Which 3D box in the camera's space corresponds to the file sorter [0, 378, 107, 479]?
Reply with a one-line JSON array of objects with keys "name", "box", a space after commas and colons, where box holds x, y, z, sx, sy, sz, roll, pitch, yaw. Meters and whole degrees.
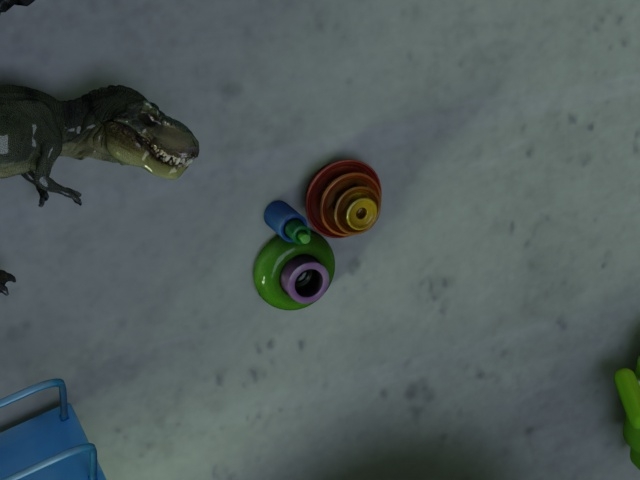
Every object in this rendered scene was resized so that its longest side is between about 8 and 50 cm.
[{"name": "file sorter", "box": [-0.152, 0.174, 0.868, 0.118, 0.104, 0.170, -24, 75, -15]}]

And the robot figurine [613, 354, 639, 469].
[{"name": "robot figurine", "box": [0.240, 0.105, 1.099, 0.101, 0.067, 0.115, 2, 110, -20]}]

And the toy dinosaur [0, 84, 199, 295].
[{"name": "toy dinosaur", "box": [-0.201, -0.029, 0.840, 0.268, 0.064, 0.118, 3, 107, -22]}]

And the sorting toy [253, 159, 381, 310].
[{"name": "sorting toy", "box": [0.000, 0.000, 0.954, 0.061, 0.042, 0.102, 24, 100, -31]}]

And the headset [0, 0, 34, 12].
[{"name": "headset", "box": [-0.146, -0.186, 0.721, 0.243, 0.185, 0.394, 17, 92, -30]}]
